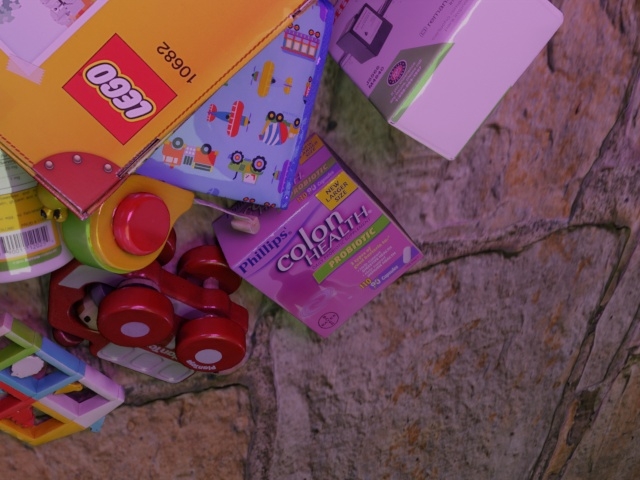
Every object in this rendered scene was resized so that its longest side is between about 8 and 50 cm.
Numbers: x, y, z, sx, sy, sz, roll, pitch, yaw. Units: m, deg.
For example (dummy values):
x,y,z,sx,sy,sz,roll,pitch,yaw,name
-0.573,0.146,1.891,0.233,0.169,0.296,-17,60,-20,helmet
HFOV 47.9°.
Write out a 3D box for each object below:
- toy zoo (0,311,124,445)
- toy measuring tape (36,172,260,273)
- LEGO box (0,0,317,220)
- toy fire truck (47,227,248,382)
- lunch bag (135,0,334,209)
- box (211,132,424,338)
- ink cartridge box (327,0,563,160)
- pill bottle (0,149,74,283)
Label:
x,y,z,sx,sy,sz,roll,pitch,yaw,name
-0.444,0.233,1.114,0.192,0.030,0.293,-27,133,14,toy zoo
-0.192,-0.010,0.845,0.121,0.121,0.330,-48,150,14,toy measuring tape
-0.234,-0.327,0.567,0.372,0.193,0.500,-37,112,19,LEGO box
-0.263,0.113,1.064,0.302,0.169,0.254,28,128,-36,toy fire truck
-0.114,-0.212,0.904,0.221,0.138,0.293,11,110,-28,lunch bag
0.000,0.000,1.111,0.213,0.117,0.243,-40,131,8,box
0.125,-0.256,0.871,0.114,0.273,0.198,23,113,-33,ink cartridge box
-0.357,-0.089,0.794,0.136,0.136,0.246,-12,113,-17,pill bottle
